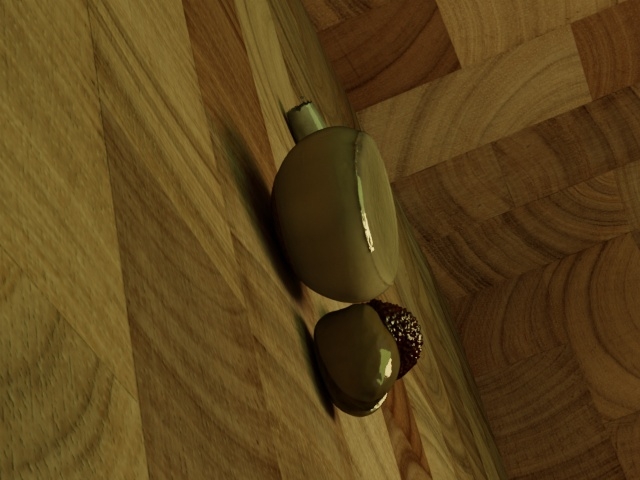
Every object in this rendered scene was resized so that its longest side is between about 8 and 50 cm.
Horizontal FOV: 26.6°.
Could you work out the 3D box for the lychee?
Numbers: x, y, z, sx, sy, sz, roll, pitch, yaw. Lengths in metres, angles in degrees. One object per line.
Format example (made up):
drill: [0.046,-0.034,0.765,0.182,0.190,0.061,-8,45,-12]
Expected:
lychee: [0.081,0.141,1.899,0.129,0.123,0.123,14,-46,56]

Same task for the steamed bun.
steamed bun: [0.010,-0.030,1.758,0.232,0.145,0.232,-9,90,-76]

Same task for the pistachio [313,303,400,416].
pistachio: [0.044,0.148,1.676,0.149,0.113,0.113,-92,160,-49]

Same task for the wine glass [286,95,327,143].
wine glass: [0.013,-0.126,2.357,0.074,0.074,0.262,-85,150,-74]
